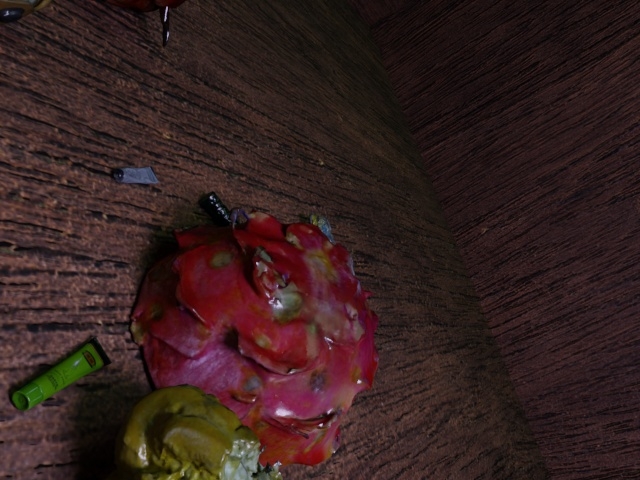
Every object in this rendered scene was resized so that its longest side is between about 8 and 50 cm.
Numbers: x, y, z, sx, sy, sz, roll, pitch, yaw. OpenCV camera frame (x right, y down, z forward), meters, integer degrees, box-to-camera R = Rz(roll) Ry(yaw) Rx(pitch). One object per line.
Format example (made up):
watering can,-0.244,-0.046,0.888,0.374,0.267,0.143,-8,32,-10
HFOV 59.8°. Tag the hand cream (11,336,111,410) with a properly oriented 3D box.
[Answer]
hand cream,-0.269,0.140,0.587,0.036,0.023,0.122,58,20,-2

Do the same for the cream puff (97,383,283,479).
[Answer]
cream puff,-0.138,0.257,0.558,0.195,0.194,0.221,-71,140,-58

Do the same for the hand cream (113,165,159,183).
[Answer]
hand cream,-0.276,-0.097,0.827,0.030,0.019,0.093,63,17,4

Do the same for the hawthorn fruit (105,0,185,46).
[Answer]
hawthorn fruit,-0.301,-0.479,0.922,0.254,0.253,0.301,-47,135,-65

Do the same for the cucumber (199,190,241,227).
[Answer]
cucumber,-0.156,-0.027,0.970,0.133,0.032,0.032,51,27,-24

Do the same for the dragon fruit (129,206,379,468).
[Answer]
dragon fruit,-0.054,0.125,0.789,0.371,0.249,0.387,38,32,-35

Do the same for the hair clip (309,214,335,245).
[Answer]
hair clip,0.000,0.000,1.252,0.172,0.049,0.116,-1,79,-73

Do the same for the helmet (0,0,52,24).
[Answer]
helmet,-0.424,-0.322,0.617,0.199,0.130,0.224,67,14,-1
